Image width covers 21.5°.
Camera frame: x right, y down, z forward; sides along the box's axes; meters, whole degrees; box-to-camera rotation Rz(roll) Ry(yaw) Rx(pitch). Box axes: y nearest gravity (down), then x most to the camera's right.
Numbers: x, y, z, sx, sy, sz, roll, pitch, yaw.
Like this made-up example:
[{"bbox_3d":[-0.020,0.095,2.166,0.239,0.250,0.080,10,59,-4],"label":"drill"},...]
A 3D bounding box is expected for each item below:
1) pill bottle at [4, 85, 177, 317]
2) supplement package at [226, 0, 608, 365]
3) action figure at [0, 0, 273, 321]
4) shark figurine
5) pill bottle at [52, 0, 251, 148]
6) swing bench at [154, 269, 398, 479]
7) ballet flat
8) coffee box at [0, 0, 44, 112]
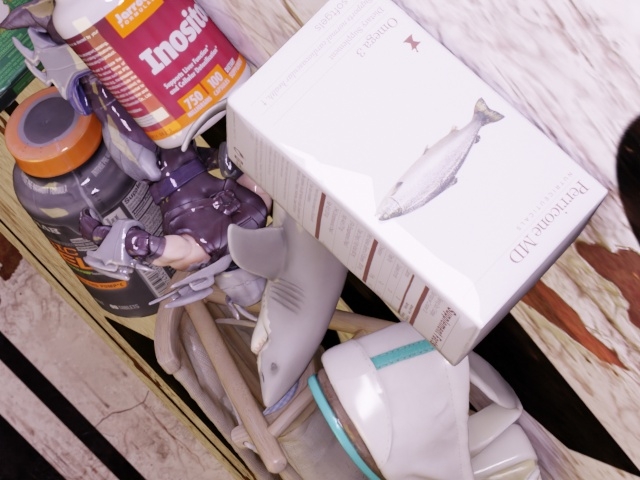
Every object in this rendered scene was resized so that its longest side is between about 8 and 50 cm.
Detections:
[{"bbox_3d":[-0.210,-0.041,1.613,0.130,0.130,0.245,34,163,37],"label":"pill bottle"},{"bbox_3d":[0.048,-0.036,0.912,0.179,0.105,0.105,42,166,9],"label":"supplement package"},{"bbox_3d":[-0.118,-0.062,1.243,0.099,0.185,0.285,-28,96,35],"label":"action figure"},{"bbox_3d":[0.004,-0.028,1.158,0.116,0.166,0.278,12,136,19],"label":"shark figurine"},{"bbox_3d":[-0.123,-0.142,1.137,0.152,0.086,0.086,49,166,-21],"label":"pill bottle"},{"bbox_3d":[-0.015,0.151,1.546,0.255,0.165,0.253,32,163,43],"label":"swing bench"},{"bbox_3d":[0.108,0.173,1.326,0.139,0.139,0.400,36,168,30],"label":"ballet flat"},{"bbox_3d":[-0.312,-0.205,1.458,0.184,0.113,0.040,41,169,9],"label":"coffee box"}]
